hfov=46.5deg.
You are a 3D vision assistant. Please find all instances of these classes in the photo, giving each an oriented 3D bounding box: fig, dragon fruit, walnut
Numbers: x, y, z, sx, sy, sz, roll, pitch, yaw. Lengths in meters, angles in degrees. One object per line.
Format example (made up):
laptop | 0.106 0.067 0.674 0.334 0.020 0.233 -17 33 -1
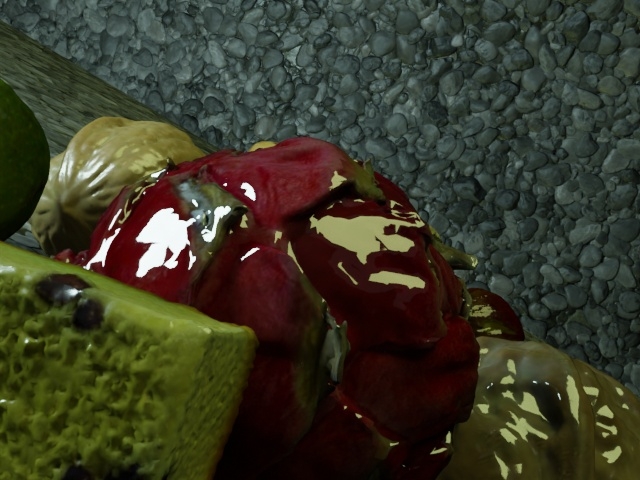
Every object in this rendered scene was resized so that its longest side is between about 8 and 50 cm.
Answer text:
fig | -0.384 -0.051 0.699 0.206 0.206 0.275 28 23 -12
dragon fruit | -0.043 0.082 0.550 0.329 0.329 0.329 29 9 -5
walnut | 0.185 0.223 0.701 0.273 0.227 0.273 29 44 -31
walnut | -0.245 -0.049 0.952 0.225 0.225 0.261 32 14 13
fig | 0.272 0.198 1.425 0.190 0.191 0.290 34 27 26

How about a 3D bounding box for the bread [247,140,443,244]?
bread | 0.000 0.000 1.372 0.361 0.250 0.394 26 5 -35

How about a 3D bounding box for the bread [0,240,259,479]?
bread | -0.223 0.057 0.403 0.361 0.138 0.077 17 -5 15
